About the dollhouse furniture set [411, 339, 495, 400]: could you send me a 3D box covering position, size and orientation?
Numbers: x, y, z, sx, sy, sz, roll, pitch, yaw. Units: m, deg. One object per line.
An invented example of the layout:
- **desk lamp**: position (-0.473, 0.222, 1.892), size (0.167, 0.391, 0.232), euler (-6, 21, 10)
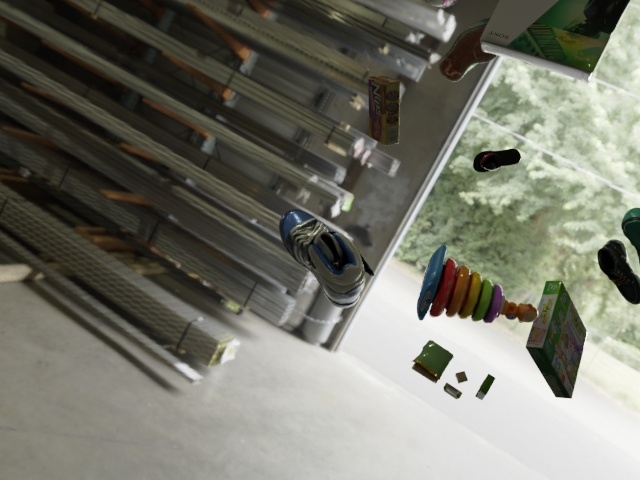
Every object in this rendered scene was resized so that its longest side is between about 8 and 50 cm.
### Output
- **dollhouse furniture set**: position (0.252, 0.249, 1.092), size (0.151, 0.076, 0.059), euler (31, -23, 21)

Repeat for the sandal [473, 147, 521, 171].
- **sandal**: position (0.538, -0.247, 1.769), size (0.179, 0.040, 0.067), euler (-7, -63, 58)

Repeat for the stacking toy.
- **stacking toy**: position (0.409, 0.152, 1.463), size (0.301, 0.175, 0.166), euler (19, 37, 8)

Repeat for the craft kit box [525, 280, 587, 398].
- **craft kit box**: position (0.699, 0.290, 1.670), size (0.061, 0.247, 0.250), euler (-8, -49, 42)

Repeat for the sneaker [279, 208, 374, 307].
- **sneaker**: position (0.000, 0.001, 1.385), size (0.323, 0.130, 0.236), euler (55, -15, 24)

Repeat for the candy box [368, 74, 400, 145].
- **candy box**: position (0.190, -0.391, 1.704), size (0.053, 0.187, 0.109), euler (-14, 29, -19)

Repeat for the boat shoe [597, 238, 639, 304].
- **boat shoe**: position (0.775, 0.092, 1.479), size (0.083, 0.183, 0.065), euler (-22, -3, -38)

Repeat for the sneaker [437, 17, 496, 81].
- **sneaker**: position (0.425, -0.536, 1.531), size (0.108, 0.121, 0.302), euler (43, -12, -9)

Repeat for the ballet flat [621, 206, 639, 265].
- **ballet flat**: position (0.811, 0.016, 1.386), size (0.083, 0.087, 0.247), euler (-19, -63, 44)

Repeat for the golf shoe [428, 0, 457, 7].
- **golf shoe**: position (0.288, -0.571, 1.257), size (0.085, 0.068, 0.186), euler (-3, 2, -26)

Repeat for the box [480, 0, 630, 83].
- **box**: position (0.495, -0.499, 1.132), size (0.232, 0.322, 0.058), euler (27, 3, 24)
